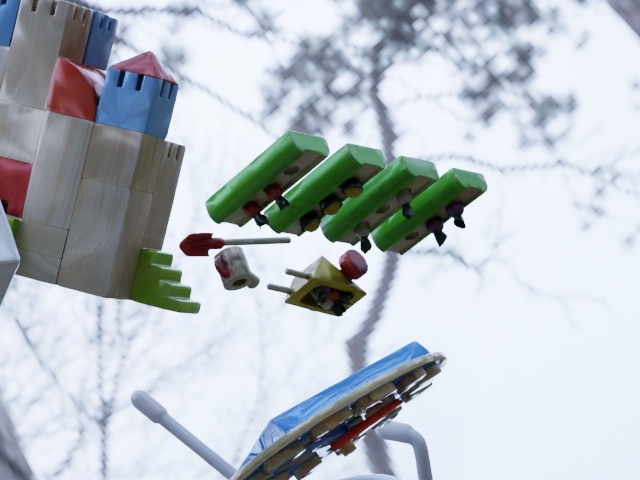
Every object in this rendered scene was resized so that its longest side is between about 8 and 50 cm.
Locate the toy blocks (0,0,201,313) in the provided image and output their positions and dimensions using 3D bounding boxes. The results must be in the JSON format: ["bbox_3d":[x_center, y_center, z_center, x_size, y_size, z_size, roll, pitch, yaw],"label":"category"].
[{"bbox_3d":[-0.266,-0.105,1.745,0.191,0.381,0.261,12,-88,-70],"label":"toy blocks"}]

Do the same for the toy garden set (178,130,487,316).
[{"bbox_3d":[0.000,0.000,1.674,0.244,0.049,0.204,9,-38,-46],"label":"toy garden set"}]

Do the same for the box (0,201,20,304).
[{"bbox_3d":[-0.320,0.009,1.452,0.119,0.182,0.181,-1,-41,-31],"label":"box"}]

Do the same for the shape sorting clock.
[{"bbox_3d":[0.011,0.147,1.516,0.206,0.040,0.206,-32,-16,-10],"label":"shape sorting clock"}]

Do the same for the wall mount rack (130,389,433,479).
[{"bbox_3d":[-0.080,0.236,1.695,0.350,0.304,0.130,-38,-58,-54],"label":"wall mount rack"}]
